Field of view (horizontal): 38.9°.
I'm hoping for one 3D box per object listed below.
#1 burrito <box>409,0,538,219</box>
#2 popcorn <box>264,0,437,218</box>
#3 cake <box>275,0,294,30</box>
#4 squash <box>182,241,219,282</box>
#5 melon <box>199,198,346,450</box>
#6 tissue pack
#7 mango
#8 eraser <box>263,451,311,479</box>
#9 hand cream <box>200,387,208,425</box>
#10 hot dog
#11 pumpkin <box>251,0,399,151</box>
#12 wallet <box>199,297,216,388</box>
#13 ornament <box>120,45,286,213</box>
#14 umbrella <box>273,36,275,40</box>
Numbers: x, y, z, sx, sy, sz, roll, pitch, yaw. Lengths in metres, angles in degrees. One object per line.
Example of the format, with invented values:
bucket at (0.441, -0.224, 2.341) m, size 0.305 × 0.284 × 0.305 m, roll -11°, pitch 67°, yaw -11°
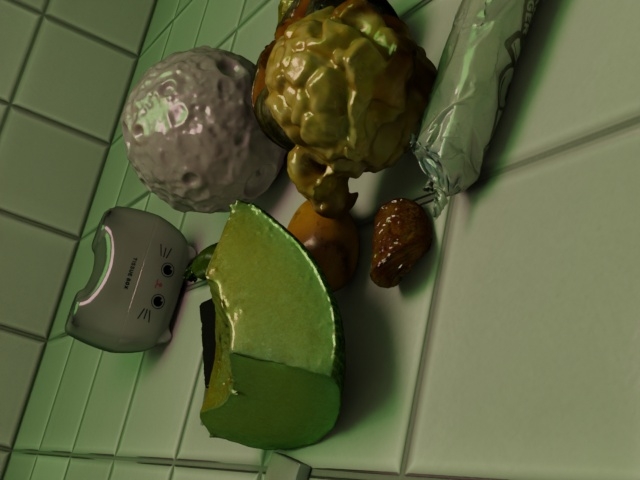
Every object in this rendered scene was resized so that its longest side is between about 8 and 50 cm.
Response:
burrito at (0.212, -0.240, 1.217) m, size 0.139 × 0.101 × 0.445 m, roll -168°, pitch 97°, yaw -74°
popcorn at (0.040, -0.196, 1.326) m, size 0.225 × 0.265 × 0.332 m, roll 32°, pitch 125°, yaw 32°
cake at (0.017, -0.472, 1.756) m, size 0.260 × 0.156 × 0.179 m, roll -55°, pitch 21°, yaw 30°
squash at (-0.208, 0.042, 1.871) m, size 0.080 × 0.071 × 0.318 m, roll -45°, pitch 16°, yaw -23°
melon at (-0.091, 0.167, 1.349) m, size 0.331 × 0.226 × 0.343 m, roll 50°, pitch 159°, yaw 25°
tissue pack at (-0.444, 0.102, 2.136) m, size 0.229 × 0.236 × 0.333 m, roll 154°, pitch 133°, yaw -68°
mango at (0.000, 0.000, 1.453) m, size 0.144 × 0.112 × 0.219 m, roll -58°, pitch 17°, yaw 24°
eraser at (-0.066, 0.399, 1.357) m, size 0.104 × 0.023 × 0.150 m, roll -2°, pitch 68°, yaw 63°
hand cream at (-0.196, 0.253, 1.720) m, size 0.067 × 0.042 × 0.194 m, roll -16°, pitch 57°, yaw 46°
hot dog at (0.108, 0.004, 1.276) m, size 0.099 × 0.065 × 0.147 m, roll -51°, pitch 19°, yaw 34°
pumpkin at (0.009, -0.296, 1.568) m, size 0.320 × 0.192 × 0.320 m, roll -45°, pitch 32°, yaw 38°
wallet at (-0.164, 0.172, 1.684) m, size 0.124 × 0.025 × 0.244 m, roll -28°, pitch 34°, yaw 8°
ornament at (-0.217, -0.212, 1.810) m, size 0.337 × 0.337 × 0.337 m, roll -45°, pitch 33°, yaw 41°
umbrella at (-0.058, -0.473, 2.010) m, size 0.067 × 0.062 × 0.143 m, roll 59°, pitch 144°, yaw 17°
